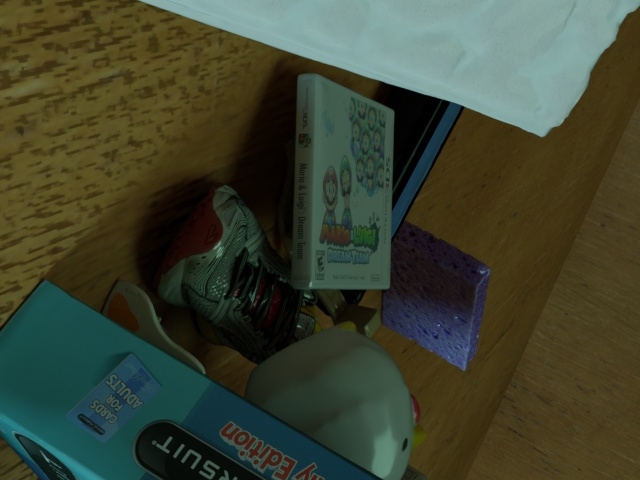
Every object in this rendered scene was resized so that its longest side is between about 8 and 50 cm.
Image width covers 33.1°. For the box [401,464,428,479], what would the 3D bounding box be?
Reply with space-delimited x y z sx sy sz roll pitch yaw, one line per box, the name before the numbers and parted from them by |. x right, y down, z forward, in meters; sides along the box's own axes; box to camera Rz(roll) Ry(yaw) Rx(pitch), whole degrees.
box | -0.017 0.319 1.137 0.311 0.148 0.121 -21 136 -61

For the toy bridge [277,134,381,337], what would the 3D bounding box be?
toy bridge | 0.000 0.000 0.843 0.026 0.063 0.188 -48 136 -39

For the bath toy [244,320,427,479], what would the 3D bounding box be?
bath toy | -0.003 0.174 0.816 0.151 0.129 0.348 -21 162 -21

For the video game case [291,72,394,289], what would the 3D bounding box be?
video game case | 0.019 -0.036 0.776 0.157 0.019 0.143 6 85 -66

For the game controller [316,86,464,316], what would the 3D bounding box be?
game controller | 0.082 -0.074 0.971 0.319 0.067 0.166 -61 162 -1

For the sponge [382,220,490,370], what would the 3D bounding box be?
sponge | 0.124 0.063 1.193 0.031 0.117 0.210 -52 159 -23

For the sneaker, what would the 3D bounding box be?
sneaker | -0.044 0.033 0.743 0.088 0.093 0.225 -59 161 -11

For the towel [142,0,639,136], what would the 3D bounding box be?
towel | 0.027 -0.215 0.309 0.317 0.053 0.332 15 117 -29

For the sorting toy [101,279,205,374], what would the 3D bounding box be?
sorting toy | -0.098 0.073 0.681 0.045 0.075 0.083 -57 160 -17

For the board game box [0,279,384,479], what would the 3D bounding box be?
board game box | -0.023 0.185 0.626 0.079 0.336 0.254 -54 160 -24
